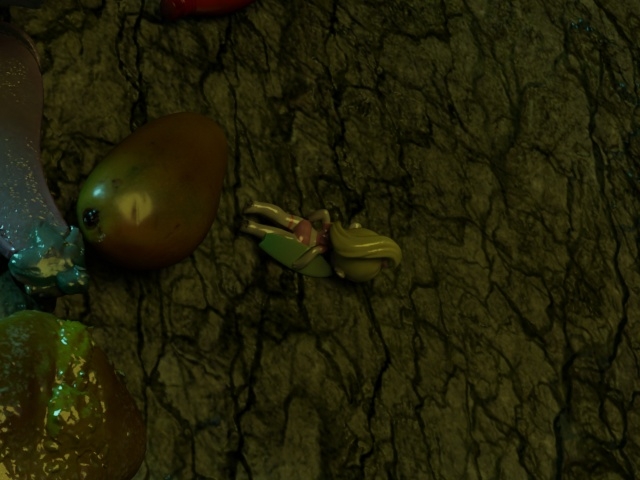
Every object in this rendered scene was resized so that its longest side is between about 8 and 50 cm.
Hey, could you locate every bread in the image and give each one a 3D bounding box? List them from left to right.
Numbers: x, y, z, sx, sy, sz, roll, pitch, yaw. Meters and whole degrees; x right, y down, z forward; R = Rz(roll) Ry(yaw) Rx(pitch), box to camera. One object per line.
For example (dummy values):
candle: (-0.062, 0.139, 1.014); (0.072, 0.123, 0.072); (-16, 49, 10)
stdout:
bread: (-0.281, 0.187, 1.450); (0.195, 0.176, 0.246); (47, 48, -1)

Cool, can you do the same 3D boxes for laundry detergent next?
laundry detergent: (-0.134, -0.312, 1.916); (0.097, 0.049, 0.165); (46, 49, 10)

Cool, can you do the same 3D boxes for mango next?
mango: (-0.168, -0.054, 1.709); (0.138, 0.113, 0.253); (50, 38, -9)

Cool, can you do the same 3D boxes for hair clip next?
hair clip: (-0.327, -0.085, 1.645); (0.359, 0.110, 0.095); (69, 11, 21)

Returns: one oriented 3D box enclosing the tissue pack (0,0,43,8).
tissue pack: (-0.387, -0.457, 1.638); (0.288, 0.124, 0.394); (10, 78, -1)

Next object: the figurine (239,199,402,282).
figurine: (0.000, 0.000, 1.823); (0.187, 0.083, 0.083); (21, 54, -12)
